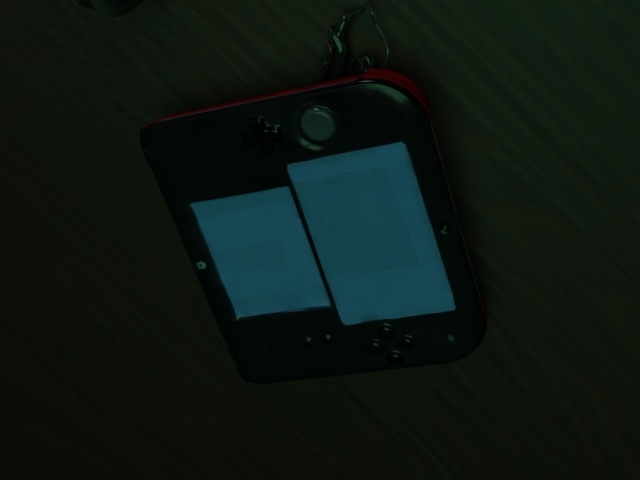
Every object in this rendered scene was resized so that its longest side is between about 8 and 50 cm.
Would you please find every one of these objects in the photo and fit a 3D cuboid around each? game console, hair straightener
[{"bbox_3d":[0.000,0.000,1.284,0.341,0.060,0.387,-11,118,15],"label":"game console"},{"bbox_3d":[0.028,-0.163,1.261,0.089,0.047,0.231,21,109,3],"label":"hair straightener"}]

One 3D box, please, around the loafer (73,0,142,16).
[{"bbox_3d":[-0.291,-0.420,1.195,0.130,0.133,0.366,-12,99,40],"label":"loafer"}]
